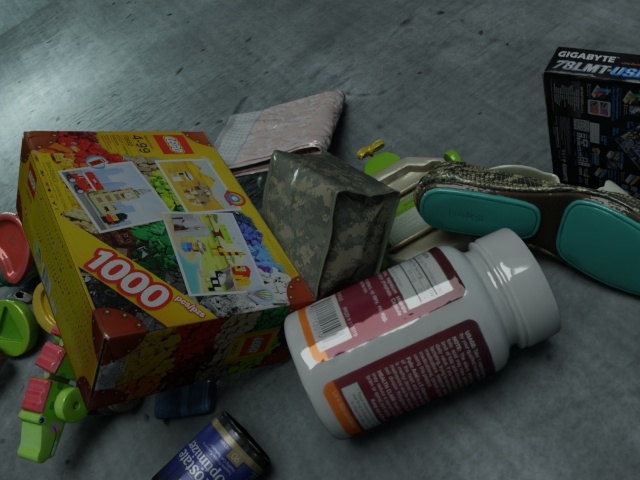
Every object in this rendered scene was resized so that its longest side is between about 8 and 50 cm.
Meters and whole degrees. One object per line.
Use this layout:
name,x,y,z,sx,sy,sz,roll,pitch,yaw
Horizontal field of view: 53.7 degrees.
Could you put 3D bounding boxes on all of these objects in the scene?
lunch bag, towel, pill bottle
lunch bag,0.000,0.000,1.201,0.169,0.286,0.235,-2,24,-35
towel,-0.256,0.303,1.202,0.120,0.029,0.067,-11,50,14
pill bottle,-0.199,0.399,1.038,0.219,0.122,0.123,-43,50,-13
pill bottle,0.160,0.143,1.024,0.392,0.224,0.224,-24,48,3
towel,-0.110,-0.255,1.506,0.317,0.053,0.331,-10,32,17

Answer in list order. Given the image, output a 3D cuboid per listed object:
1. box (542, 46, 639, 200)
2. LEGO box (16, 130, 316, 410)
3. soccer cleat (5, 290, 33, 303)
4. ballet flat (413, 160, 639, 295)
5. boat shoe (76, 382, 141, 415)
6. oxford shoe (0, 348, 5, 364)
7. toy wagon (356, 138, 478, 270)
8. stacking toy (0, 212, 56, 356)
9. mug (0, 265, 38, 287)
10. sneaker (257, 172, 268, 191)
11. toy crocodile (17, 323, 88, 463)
box,0.541,-0.180,1.074,0.293,0.295,0.073,18,64,34
LEGO box,-0.303,0.018,1.168,0.373,0.193,0.500,-8,48,-37
soccer cleat,-0.735,0.136,1.535,0.083,0.035,0.029,1,54,24
ballet flat,0.409,-0.053,1.102,0.483,0.164,0.182,18,44,20
boat shoe,-0.449,0.193,1.306,0.130,0.132,0.355,-20,48,10
oxford shoe,-0.841,0.260,1.429,0.348,0.123,0.130,15,84,44
toy wagon,0.183,-0.087,1.306,0.267,0.068,0.344,-29,47,-2
stacking toy,-0.647,0.097,1.439,0.280,0.130,0.308,-36,82,26
mug,-0.746,0.061,1.545,0.158,0.097,0.129,-33,12,4
sneaker,-0.042,-0.119,1.418,0.235,0.090,0.094,1,63,25
toy crocodile,-0.478,0.233,1.170,0.115,0.105,0.340,6,70,34
